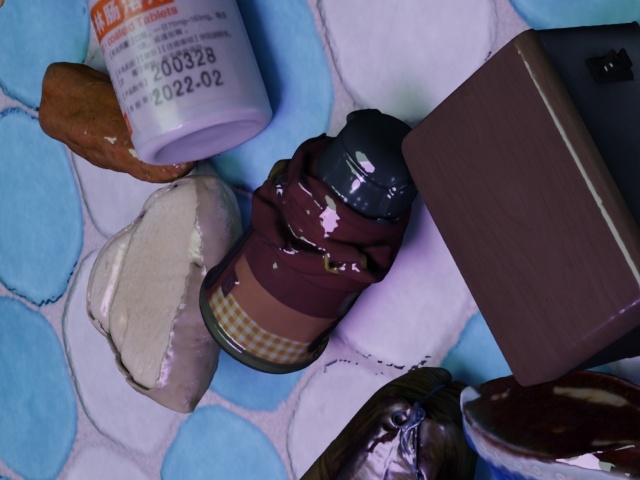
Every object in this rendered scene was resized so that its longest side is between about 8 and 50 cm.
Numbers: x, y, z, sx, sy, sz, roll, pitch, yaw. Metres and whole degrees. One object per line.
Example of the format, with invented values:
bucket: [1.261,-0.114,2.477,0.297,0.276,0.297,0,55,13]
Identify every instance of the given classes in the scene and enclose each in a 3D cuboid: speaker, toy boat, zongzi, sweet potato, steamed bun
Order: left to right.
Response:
sweet potato: [-0.215,-0.115,1.923,0.251,0.097,0.097,32,120,41]
steamed bun: [-0.147,0.047,1.872,0.212,0.110,0.231,12,88,56]
zongzi: [0.103,0.298,1.642,0.300,0.138,0.286,47,122,14]
speaker: [0.204,-0.027,1.432,0.192,0.153,0.231,-40,68,43]
toy boat: [0.222,0.175,1.495,0.262,0.114,0.115,6,137,48]

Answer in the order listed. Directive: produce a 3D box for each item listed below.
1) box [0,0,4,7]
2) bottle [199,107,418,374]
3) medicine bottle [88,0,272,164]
box: [-0.400,-0.439,1.932,0.259,0.214,0.283,-112,37,-49]
bottle: [0.000,0.000,1.672,0.156,0.143,0.271,57,132,24]
medicine bottle: [-0.146,-0.210,1.793,0.144,0.144,0.252,-27,75,47]
